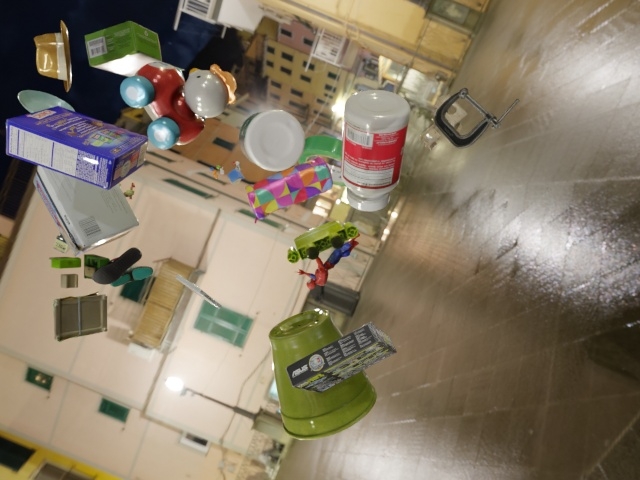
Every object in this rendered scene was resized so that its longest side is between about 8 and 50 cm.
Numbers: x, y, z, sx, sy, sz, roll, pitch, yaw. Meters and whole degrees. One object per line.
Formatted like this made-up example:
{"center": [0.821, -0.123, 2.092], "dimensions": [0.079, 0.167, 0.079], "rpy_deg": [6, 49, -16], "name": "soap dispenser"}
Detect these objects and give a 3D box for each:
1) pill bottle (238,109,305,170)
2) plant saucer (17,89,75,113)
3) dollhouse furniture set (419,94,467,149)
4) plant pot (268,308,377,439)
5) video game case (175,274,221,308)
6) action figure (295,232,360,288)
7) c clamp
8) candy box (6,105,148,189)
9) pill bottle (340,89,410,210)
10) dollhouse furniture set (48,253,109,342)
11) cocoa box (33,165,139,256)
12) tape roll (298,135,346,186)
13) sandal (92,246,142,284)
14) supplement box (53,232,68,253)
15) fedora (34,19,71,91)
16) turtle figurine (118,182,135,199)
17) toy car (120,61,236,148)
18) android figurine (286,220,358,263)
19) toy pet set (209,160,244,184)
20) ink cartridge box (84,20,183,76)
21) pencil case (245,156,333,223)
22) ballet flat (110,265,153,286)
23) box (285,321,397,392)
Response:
{"center": [-0.191, -0.368, 1.678], "dimensions": [0.204, 0.204, 0.361], "rpy_deg": [-67, 19, 6], "name": "pill bottle"}
{"center": [-1.035, -0.497, 1.734], "dimensions": [0.037, 0.195, 0.195], "rpy_deg": [-54, 6, 26], "name": "plant saucer"}
{"center": [0.385, -0.374, 1.547], "dimensions": [0.161, 0.101, 0.182], "rpy_deg": [-39, -12, 0], "name": "dollhouse furniture set"}
{"center": [-0.024, 0.455, 1.670], "dimensions": [0.366, 0.366, 0.353], "rpy_deg": [-68, -41, -78], "name": "plant pot"}
{"center": [-0.470, 0.197, 1.769], "dimensions": [0.019, 0.157, 0.143], "rpy_deg": [-55, -38, -16], "name": "video game case"}
{"center": [0.012, 0.058, 1.650], "dimensions": [0.280, 0.139, 0.091], "rpy_deg": [-50, -24, -32], "name": "action figure"}
{"center": [0.306, -0.258, 0.935], "dimensions": [0.137, 0.022, 0.161], "rpy_deg": [-54, 43, 22], "name": "c clamp"}
{"center": [-0.755, -0.301, 1.452], "dimensions": [0.268, 0.317, 0.122], "rpy_deg": [-83, 15, -65], "name": "candy box"}
{"center": [0.190, -0.317, 1.687], "dimensions": [0.229, 0.228, 0.408], "rpy_deg": [-67, -16, -45], "name": "pill bottle"}
{"center": [-0.931, 0.210, 1.747], "dimensions": [0.197, 0.151, 0.302], "rpy_deg": [-2, -86, -49], "name": "dollhouse furniture set"}
{"center": [-0.922, -0.149, 1.803], "dimensions": [0.231, 0.347, 0.228], "rpy_deg": [-31, 7, -38], "name": "cocoa box"}
{"center": [0.056, -0.356, 2.093], "dimensions": [0.321, 0.321, 0.077], "rpy_deg": [113, 176, -74], "name": "tape roll"}
{"center": [-0.681, 0.085, 1.544], "dimensions": [0.179, 0.067, 0.040], "rpy_deg": [-36, 30, -8], "name": "sandal"}
{"center": [-1.159, -0.002, 2.087], "dimensions": [0.083, 0.056, 0.083], "rpy_deg": [-49, 17, 39], "name": "supplement box"}
{"center": [-0.721, -0.496, 1.234], "dimensions": [0.194, 0.079, 0.195], "rpy_deg": [17, 110, 58], "name": "fedora"}
{"center": [-0.895, -0.173, 2.045], "dimensions": [0.087, 0.269, 0.218], "rpy_deg": [-23, -65, -47], "name": "turtle figurine"}
{"center": [-0.321, -0.375, 1.151], "dimensions": [0.237, 0.210, 0.219], "rpy_deg": [-22, 22, 18], "name": "toy car"}
{"center": [0.000, 0.000, 1.514], "dimensions": [0.248, 0.056, 0.273], "rpy_deg": [-24, 11, -3], "name": "android figurine"}
{"center": [-0.383, -0.293, 1.934], "dimensions": [0.122, 0.114, 0.065], "rpy_deg": [-25, -16, -31], "name": "toy pet set"}
{"center": [-0.611, -0.621, 1.531], "dimensions": [0.255, 0.188, 0.097], "rpy_deg": [-24, -74, -71], "name": "ink cartridge box"}
{"center": [-0.084, -0.136, 1.206], "dimensions": [0.236, 0.105, 0.104], "rpy_deg": [-24, -5, -5], "name": "pencil case"}
{"center": [-0.829, 0.145, 1.997], "dimensions": [0.188, 0.070, 0.070], "rpy_deg": [-16, -37, -38], "name": "ballet flat"}
{"center": [0.066, 0.337, 1.294], "dimensions": [0.270, 0.060, 0.216], "rpy_deg": [-31, -30, 9], "name": "box"}
